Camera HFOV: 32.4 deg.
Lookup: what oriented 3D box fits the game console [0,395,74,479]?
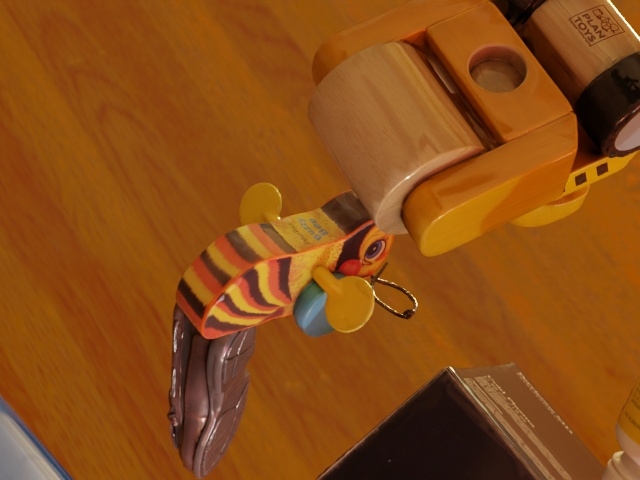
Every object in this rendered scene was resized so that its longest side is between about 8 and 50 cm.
[{"bbox_3d":[-0.217,0.085,0.239,0.250,0.293,0.173,-26,75,27],"label":"game console"}]

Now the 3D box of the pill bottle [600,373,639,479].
[{"bbox_3d":[0.300,0.127,0.842,0.119,0.119,0.209,24,102,8],"label":"pill bottle"}]

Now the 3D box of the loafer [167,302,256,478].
[{"bbox_3d":[-0.150,0.183,1.402,0.095,0.303,0.109,29,45,15],"label":"loafer"}]

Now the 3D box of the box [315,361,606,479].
[{"bbox_3d":[0.209,0.307,1.105,0.179,0.312,0.343,-43,71,13],"label":"box"}]

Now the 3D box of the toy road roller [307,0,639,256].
[{"bbox_3d":[0.161,-0.100,1.039,0.329,0.241,0.203,-24,64,-14],"label":"toy road roller"}]

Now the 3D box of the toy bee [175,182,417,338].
[{"bbox_3d":[0.000,0.000,1.095,0.195,0.162,0.298,33,29,17],"label":"toy bee"}]
